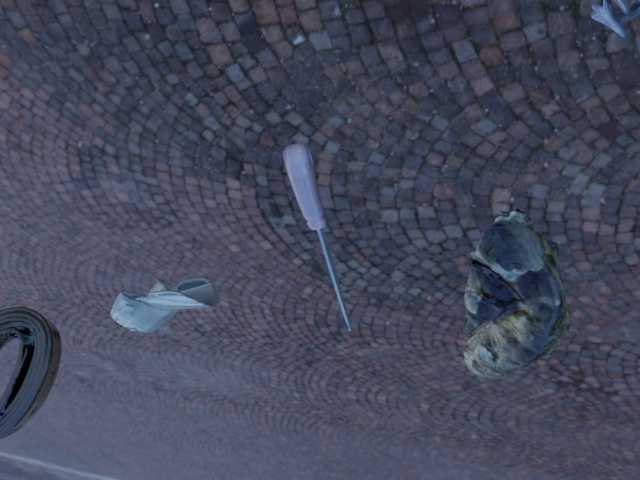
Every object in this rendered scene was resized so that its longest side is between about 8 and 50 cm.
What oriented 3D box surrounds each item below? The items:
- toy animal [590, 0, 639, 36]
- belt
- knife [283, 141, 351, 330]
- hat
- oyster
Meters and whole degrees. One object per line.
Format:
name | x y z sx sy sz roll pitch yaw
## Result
toy animal | 0.498 -0.375 0.836 0.206 0.367 0.081 -21 169 -14
belt | -0.202 0.084 0.360 0.059 0.083 0.036 19 161 -7
knife | 0.000 -0.002 0.954 0.043 0.081 0.336 -13 110 6
hat | -0.362 0.165 1.358 0.226 0.164 0.219 18 -172 9
oyster | 0.265 0.092 0.803 0.166 0.094 0.294 -11 127 19
